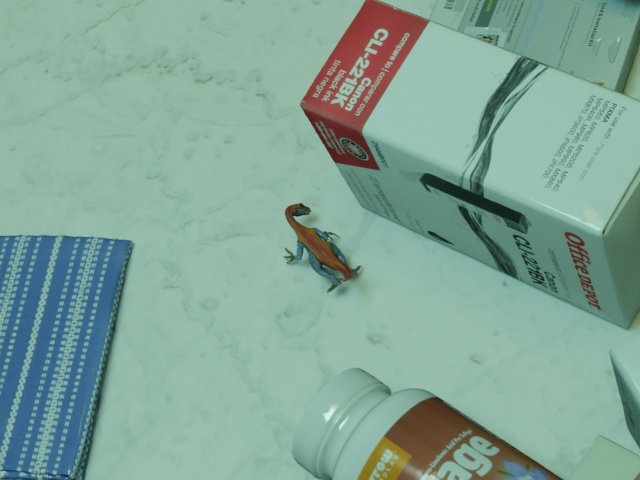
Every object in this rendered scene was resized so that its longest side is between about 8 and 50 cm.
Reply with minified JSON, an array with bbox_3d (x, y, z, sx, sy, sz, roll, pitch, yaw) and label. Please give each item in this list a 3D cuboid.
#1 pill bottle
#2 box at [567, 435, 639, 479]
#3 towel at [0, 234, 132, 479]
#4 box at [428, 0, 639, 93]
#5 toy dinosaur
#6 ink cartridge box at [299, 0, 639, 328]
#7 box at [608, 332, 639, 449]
[{"bbox_3d":[0.088,0.190,1.070,0.216,0.121,0.121,32,77,27],"label":"pill bottle"},{"bbox_3d":[0.221,0.243,0.796,0.232,0.126,0.148,27,65,28],"label":"box"},{"bbox_3d":[-0.350,0.106,1.301,0.336,0.040,0.243,1,63,15],"label":"towel"},{"bbox_3d":[0.187,-0.177,1.268,0.186,0.038,0.145,13,69,23],"label":"box"},{"bbox_3d":[0.000,0.000,1.224,0.047,0.090,0.082,-37,91,-20],"label":"toy dinosaur"},{"bbox_3d":[0.146,-0.060,1.131,0.273,0.197,0.114,25,76,26],"label":"ink cartridge box"},{"bbox_3d":[0.378,0.192,0.953,0.215,0.168,0.345,-28,59,2],"label":"box"}]
